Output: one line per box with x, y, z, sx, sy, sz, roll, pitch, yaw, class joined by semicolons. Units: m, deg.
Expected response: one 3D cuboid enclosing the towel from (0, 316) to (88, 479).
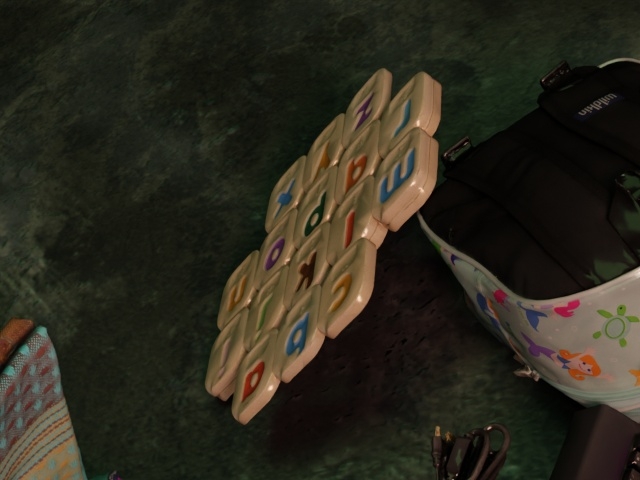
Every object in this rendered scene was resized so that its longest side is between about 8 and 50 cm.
-0.197;0.252;0.906;0.040;0.370;0.271;16;52;16;towel

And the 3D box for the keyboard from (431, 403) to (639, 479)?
0.123;0.222;0.883;0.033;0.201;0.317;-48;12;52;keyboard

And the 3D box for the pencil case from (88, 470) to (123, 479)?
-0.201;0.227;1.166;0.152;0.064;0.070;-27;21;3;pencil case

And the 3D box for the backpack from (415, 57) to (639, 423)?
0.208;0.004;1.048;0.225;0.191;0.253;-36;20;-6;backpack

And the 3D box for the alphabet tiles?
0.000;0.000;1.216;0.284;0.021;0.278;-46;23;35;alphabet tiles
